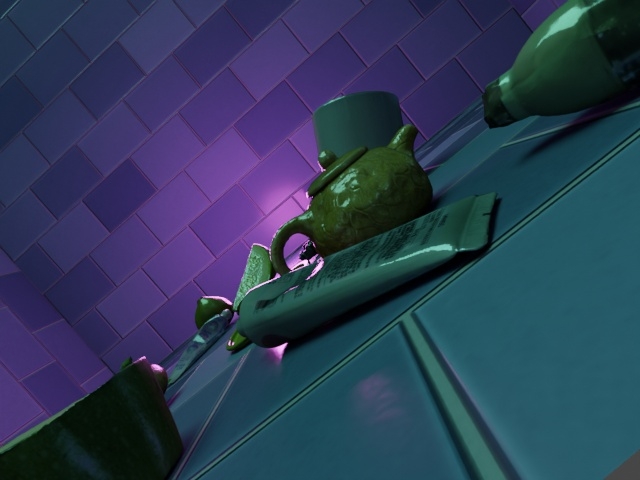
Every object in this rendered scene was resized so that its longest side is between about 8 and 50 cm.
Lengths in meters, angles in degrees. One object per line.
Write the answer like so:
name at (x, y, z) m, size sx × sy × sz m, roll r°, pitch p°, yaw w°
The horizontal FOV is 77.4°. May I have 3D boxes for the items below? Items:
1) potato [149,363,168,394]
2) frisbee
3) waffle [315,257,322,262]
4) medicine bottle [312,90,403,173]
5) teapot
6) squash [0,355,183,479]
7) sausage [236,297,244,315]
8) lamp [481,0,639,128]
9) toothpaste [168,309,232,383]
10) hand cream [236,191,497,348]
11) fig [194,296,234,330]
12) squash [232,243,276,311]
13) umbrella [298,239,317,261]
potato at (-0.373, 0.319, 0.726) m, size 0.149 × 0.113 × 0.251 m, roll -42°, pitch -5°, yaw 30°
frisbee at (-0.100, 0.127, 0.792) m, size 0.236 × 0.017 × 0.236 m, roll -44°, pitch 8°, yaw 8°
waffle at (0.008, 0.047, 0.808) m, size 0.153 × 0.023 × 0.097 m, roll -39°, pitch 1°, yaw -1°
medicine bottle at (0.110, -0.240, 1.056) m, size 0.238 × 0.231 × 0.238 m, roll -9°, pitch -1°, yaw 0°
teapot at (0.044, -0.062, 0.612) m, size 0.311 × 0.167 × 0.203 m, roll -41°, pitch 4°, yaw -8°
squash at (-0.219, 0.202, 0.388) m, size 0.170 × 0.123 × 0.170 m, roll -40°, pitch 2°, yaw 2°
sausage at (-0.198, 0.178, 1.138) m, size 0.062 × 0.054 × 0.183 m, roll -10°, pitch -15°, yaw -28°
lamp at (0.260, -0.179, 0.351) m, size 0.250 × 0.101 × 0.101 m, roll -25°, pitch 12°, yaw 45°
toothpaste at (-0.352, 0.309, 1.177) m, size 0.075 × 0.048 × 0.301 m, roll -7°, pitch 27°, yaw 28°
hand cream at (0.021, 0.048, 0.425) m, size 0.341 × 0.077 × 0.124 m, roll -28°, pitch 9°, yaw 36°
fig at (-0.359, 0.257, 1.367) m, size 0.136 × 0.121 × 0.152 m, roll -48°, pitch -27°, yaw -47°
squash at (-0.232, 0.128, 1.462) m, size 0.111 × 0.203 × 0.289 m, roll 0°, pitch 7°, yaw 8°
umbrella at (0.000, 0.000, 1.284) m, size 0.236 × 0.059 × 0.066 m, roll -42°, pitch -14°, yaw -51°
